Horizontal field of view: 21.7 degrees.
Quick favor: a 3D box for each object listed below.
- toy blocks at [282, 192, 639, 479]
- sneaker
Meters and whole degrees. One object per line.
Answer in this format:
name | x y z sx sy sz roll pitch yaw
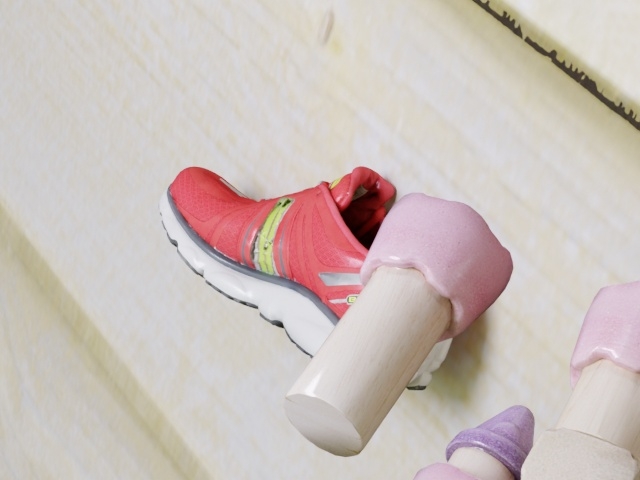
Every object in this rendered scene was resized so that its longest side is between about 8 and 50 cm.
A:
toy blocks | 0.181 0.109 0.822 0.309 0.260 0.289 21 143 24
sneaker | 0.000 0.000 1.127 0.279 0.107 0.118 32 100 42
